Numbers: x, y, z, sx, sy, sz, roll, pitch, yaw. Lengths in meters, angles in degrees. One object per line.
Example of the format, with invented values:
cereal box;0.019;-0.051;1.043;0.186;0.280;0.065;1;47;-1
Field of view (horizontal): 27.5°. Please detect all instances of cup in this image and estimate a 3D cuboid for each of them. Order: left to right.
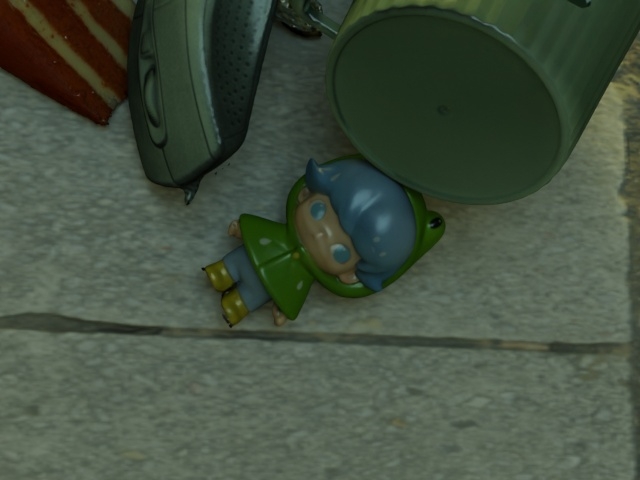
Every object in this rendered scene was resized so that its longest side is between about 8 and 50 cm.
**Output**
cup;0.158;-0.268;1.420;0.401;0.310;0.392;7;48;27

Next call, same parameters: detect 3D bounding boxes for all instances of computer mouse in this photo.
computer mouse;-0.137;-0.223;1.427;0.122;0.188;0.371;15;76;-30

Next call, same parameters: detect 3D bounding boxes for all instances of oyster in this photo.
oyster;-0.029;-0.271;1.555;0.083;0.019;0.054;40;71;1

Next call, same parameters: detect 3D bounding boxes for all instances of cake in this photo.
cake;-0.297;-0.270;1.424;0.262;0.159;0.158;32;69;-5

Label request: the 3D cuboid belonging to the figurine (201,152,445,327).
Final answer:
figurine;0.000;0.000;1.442;0.263;0.143;0.162;-28;79;0
